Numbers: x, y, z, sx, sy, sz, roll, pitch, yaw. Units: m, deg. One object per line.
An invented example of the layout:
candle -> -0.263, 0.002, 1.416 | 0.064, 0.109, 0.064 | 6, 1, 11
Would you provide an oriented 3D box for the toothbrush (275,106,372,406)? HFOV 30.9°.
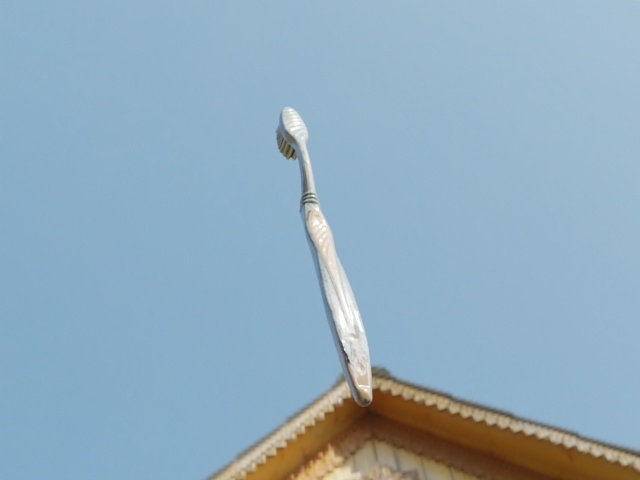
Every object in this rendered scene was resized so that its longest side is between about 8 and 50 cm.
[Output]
toothbrush -> 0.000, 0.000, 1.047 | 0.028, 0.375, 0.037 | 7, -50, -22
